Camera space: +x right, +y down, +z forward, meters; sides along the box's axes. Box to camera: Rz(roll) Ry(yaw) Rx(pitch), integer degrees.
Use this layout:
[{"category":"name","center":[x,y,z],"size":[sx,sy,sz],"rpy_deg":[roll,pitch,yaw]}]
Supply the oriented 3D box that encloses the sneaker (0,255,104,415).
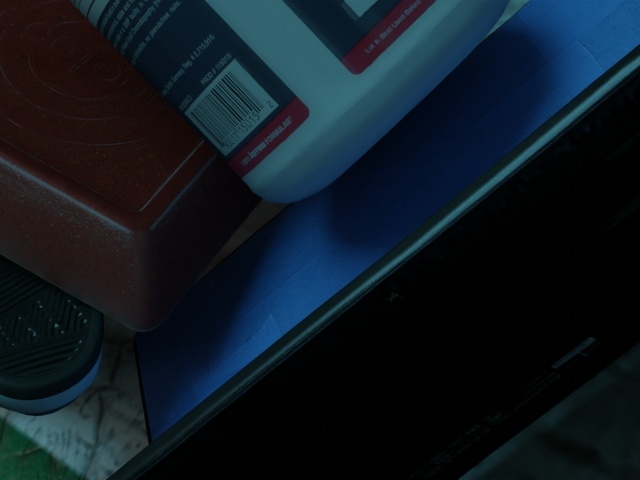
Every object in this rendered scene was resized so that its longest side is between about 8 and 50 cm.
[{"category":"sneaker","center":[-0.218,0.049,0.936],"size":[0.123,0.178,0.295],"rpy_deg":[-20,44,-23]}]

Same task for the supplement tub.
[{"category":"supplement tub","center":[-0.046,-0.172,0.809],"size":[0.191,0.272,0.191],"rpy_deg":[-43,5,5]}]

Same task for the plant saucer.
[{"category":"plant saucer","center":[-0.142,-0.099,0.907],"size":[0.259,0.258,0.048],"rpy_deg":[-53,-12,-42]}]

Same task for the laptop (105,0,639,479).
[{"category":"laptop","center":[0.000,0.000,0.686],"size":[0.382,0.408,0.236],"rpy_deg":[-40,67,13]}]
